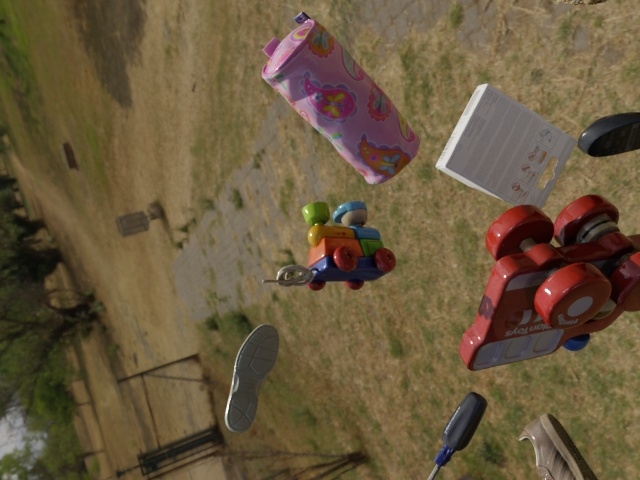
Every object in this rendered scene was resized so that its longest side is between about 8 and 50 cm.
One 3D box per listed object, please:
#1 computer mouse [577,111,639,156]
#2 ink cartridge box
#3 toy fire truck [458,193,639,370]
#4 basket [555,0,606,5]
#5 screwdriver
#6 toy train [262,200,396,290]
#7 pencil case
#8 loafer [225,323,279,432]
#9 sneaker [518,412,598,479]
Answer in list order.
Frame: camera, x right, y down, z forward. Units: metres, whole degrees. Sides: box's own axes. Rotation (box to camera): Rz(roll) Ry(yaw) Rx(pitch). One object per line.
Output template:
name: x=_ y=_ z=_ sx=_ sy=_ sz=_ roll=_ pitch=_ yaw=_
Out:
computer mouse: x=0.471 y=-0.165 z=0.796 sx=0.071 sy=0.242 sz=0.041 roll=69 pitch=-168 yaw=-58
ink cartridge box: x=0.367 y=-0.173 z=1.160 sx=0.181 sy=0.225 sz=0.056 roll=-63 pitch=13 yaw=2
toy fire truck: x=0.372 y=0.084 z=0.903 sx=0.169 sy=0.302 sz=0.254 roll=-117 pitch=26 yaw=-45
basket: x=0.584 y=-0.690 z=1.391 sx=0.299 sy=0.223 sz=0.213 roll=37 pitch=130 yaw=17
screwdriver: x=0.094 y=0.206 z=0.512 sx=0.170 sy=0.024 sz=0.025 roll=-58 pitch=29 yaw=5
toy train: x=0.000 y=0.000 z=0.960 sx=0.105 sy=0.248 sz=0.143 roll=-36 pitch=60 yaw=44
pencil case: x=0.034 y=-0.215 z=0.936 sx=0.284 sy=0.124 sz=0.124 roll=40 pitch=171 yaw=-27
loafer: x=-0.083 y=0.158 z=0.678 sx=0.039 sy=0.045 sz=0.125 roll=135 pitch=154 yaw=-64
sneaker: x=0.387 y=0.373 z=0.930 sx=0.071 sy=0.066 sz=0.188 roll=-43 pitch=43 yaw=24
